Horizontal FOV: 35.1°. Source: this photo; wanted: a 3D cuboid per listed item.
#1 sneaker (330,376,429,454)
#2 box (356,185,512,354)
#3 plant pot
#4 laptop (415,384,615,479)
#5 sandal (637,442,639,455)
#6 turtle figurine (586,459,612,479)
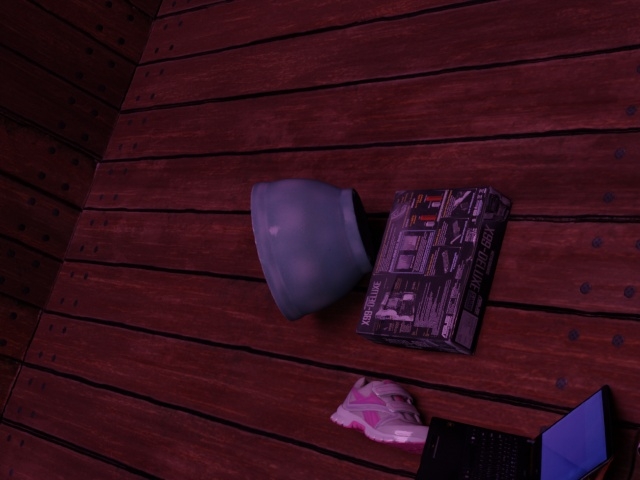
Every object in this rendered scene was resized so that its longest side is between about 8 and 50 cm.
[{"bbox_3d":[0.123,0.311,1.842,0.252,0.103,0.111,13,79,50],"label":"sneaker"},{"bbox_3d":[0.212,0.053,1.920,0.242,0.076,0.307,-1,67,48],"label":"box"},{"bbox_3d":[0.000,0.000,2.058,0.196,0.293,0.293,-14,53,10],"label":"plant pot"},{"bbox_3d":[0.294,0.300,1.541,0.234,0.264,0.136,-52,-28,-68],"label":"laptop"},{"bbox_3d":[0.495,0.326,1.442,0.102,0.076,0.265,18,81,51],"label":"sandal"},{"bbox_3d":[0.358,0.433,1.523,0.217,0.087,0.269,6,81,57],"label":"turtle figurine"}]
